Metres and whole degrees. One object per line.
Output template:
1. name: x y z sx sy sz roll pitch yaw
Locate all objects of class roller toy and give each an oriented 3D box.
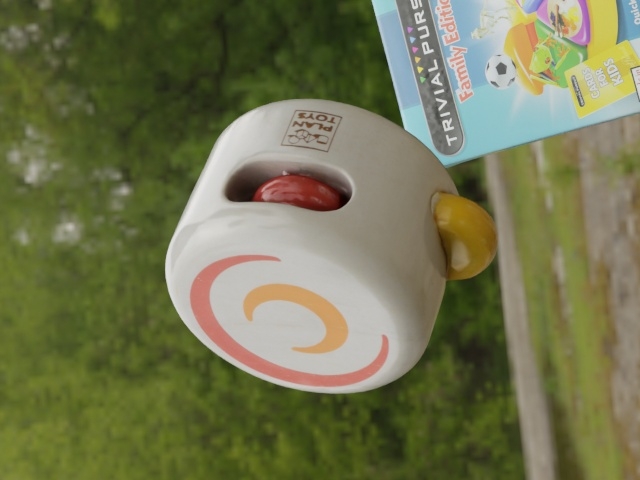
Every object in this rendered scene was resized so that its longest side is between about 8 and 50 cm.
1. roller toy: 0.000 0.000 1.181 0.209 0.191 0.146 -31 29 46

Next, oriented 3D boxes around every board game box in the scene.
1. board game box: 0.226 -0.234 1.786 0.079 0.336 0.254 -14 -91 -55
